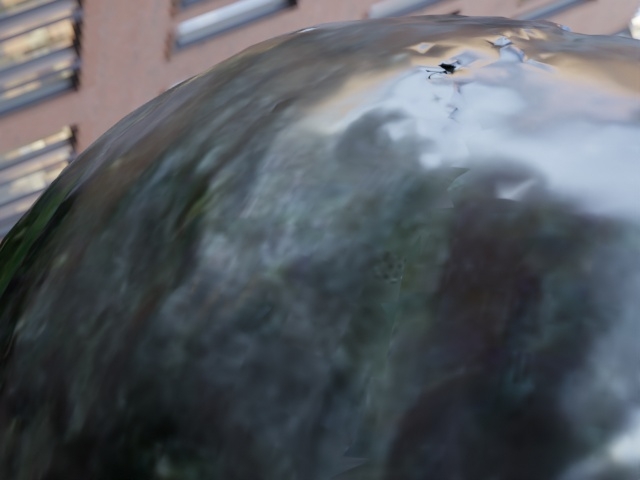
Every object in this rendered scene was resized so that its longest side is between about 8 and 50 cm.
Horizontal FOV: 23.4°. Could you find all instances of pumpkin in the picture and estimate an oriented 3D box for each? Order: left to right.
[{"bbox_3d":[0.089,0.114,0.512,0.454,0.344,0.454,26,-14,7],"label":"pumpkin"}]
